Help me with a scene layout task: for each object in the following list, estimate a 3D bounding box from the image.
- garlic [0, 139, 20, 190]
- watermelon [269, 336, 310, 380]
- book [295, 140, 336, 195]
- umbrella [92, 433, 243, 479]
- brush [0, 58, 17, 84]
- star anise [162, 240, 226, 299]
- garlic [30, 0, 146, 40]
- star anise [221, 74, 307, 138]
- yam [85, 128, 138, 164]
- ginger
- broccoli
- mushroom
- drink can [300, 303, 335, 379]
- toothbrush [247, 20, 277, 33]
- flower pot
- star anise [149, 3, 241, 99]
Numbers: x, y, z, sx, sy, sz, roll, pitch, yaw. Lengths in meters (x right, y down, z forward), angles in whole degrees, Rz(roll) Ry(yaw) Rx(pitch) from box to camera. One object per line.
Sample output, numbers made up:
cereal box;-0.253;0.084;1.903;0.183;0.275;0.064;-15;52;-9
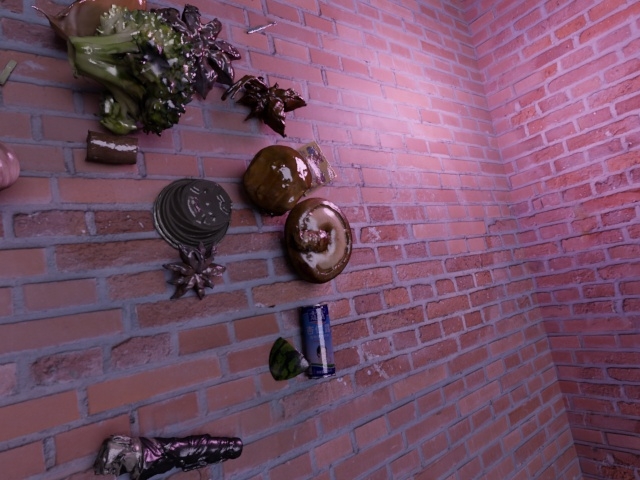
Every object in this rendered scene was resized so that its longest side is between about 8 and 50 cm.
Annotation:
garlic;-0.768;-0.101;0.830;0.245;0.245;0.252;-9;115;-38
watermelon;-0.098;0.370;1.282;0.094;0.126;0.135;29;37;-61
book;-0.041;-0.276;1.531;0.192;0.013;0.167;-38;101;-38
umbrella;-0.360;0.537;1.003;0.358;0.113;0.106;17;46;-33
brush;-0.785;-0.421;1.007;0.016;0.013;0.083;27;55;-34
star anise;-0.347;0.091;1.136;0.195;0.065;0.182;-6;112;-46
garlic;-0.620;-0.621;1.077;0.151;0.196;0.338;39;58;-3
star anise;-0.199;-0.475;1.380;0.347;0.148;0.237;-9;79;-51
yam;-0.561;-0.248;1.087;0.127;0.084;0.084;2;77;-34
ginger;-0.129;-0.214;1.317;0.200;0.223;0.269;41;62;-7
broccoli;-0.485;-0.456;1.043;0.281;0.294;0.346;-15;93;-43
mushroom;-0.014;0.001;1.380;0.279;0.163;0.296;-1;85;-50
drink can;-0.008;0.332;1.336;0.097;0.097;0.234;2;76;-37
toothbrush;-0.221;-0.816;1.542;0.167;0.014;0.011;-43;113;-37
flower pot;-0.347;-0.087;1.167;0.236;0.141;0.235;11;72;-37
star anise;-0.396;-0.615;1.289;0.332;0.118;0.330;6;79;-34
